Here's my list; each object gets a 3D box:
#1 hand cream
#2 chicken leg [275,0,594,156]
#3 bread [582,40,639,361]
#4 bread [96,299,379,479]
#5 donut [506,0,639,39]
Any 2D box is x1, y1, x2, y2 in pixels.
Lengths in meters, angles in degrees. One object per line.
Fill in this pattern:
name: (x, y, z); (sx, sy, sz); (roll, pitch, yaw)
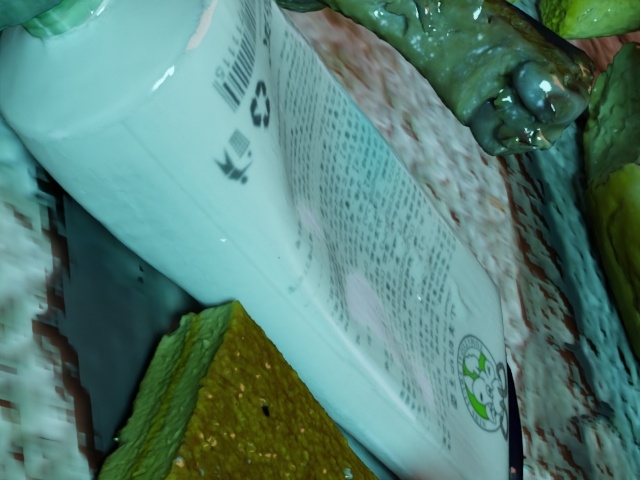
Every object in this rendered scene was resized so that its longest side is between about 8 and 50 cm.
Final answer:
hand cream: (0.000, 0.000, 0.540); (0.336, 0.076, 0.121); (45, 40, -48)
chicken leg: (0.006, -0.102, 0.559); (0.196, 0.080, 0.125); (41, 16, -5)
bread: (0.237, 0.048, 0.820); (0.195, 0.149, 0.344); (7, 61, -64)
bread: (-0.018, 0.079, 0.466); (0.094, 0.035, 0.090); (54, 31, -25)
donut: (0.143, -0.148, 0.805); (0.181, 0.146, 0.078); (20, 66, -58)
